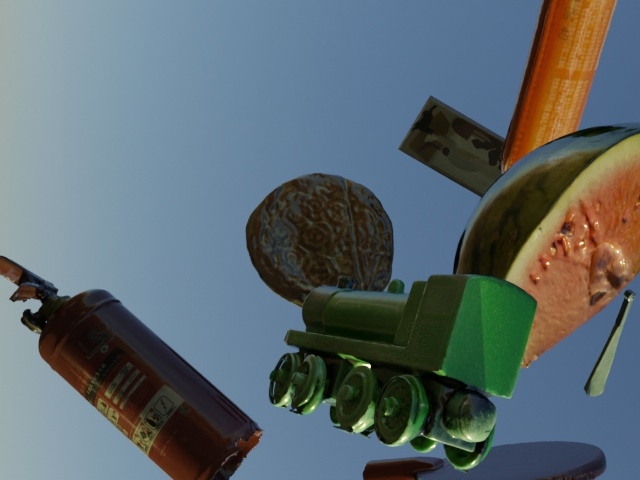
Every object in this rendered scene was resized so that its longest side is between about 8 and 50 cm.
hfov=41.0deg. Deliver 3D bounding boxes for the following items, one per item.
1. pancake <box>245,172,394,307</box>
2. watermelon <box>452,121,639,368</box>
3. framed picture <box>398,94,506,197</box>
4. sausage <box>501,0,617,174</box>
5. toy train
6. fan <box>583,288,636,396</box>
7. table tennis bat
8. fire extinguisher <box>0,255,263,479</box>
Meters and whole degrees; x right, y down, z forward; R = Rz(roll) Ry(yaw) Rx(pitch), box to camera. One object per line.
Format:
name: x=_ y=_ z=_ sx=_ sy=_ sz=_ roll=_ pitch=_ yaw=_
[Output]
pancake: x=0.000 y=0.000 z=1.382 sx=0.031 sy=0.250 sz=0.250 roll=107 pitch=-23 yaw=-66
watermelon: x=0.212 y=-0.024 z=0.797 sx=0.128 sy=0.303 sz=0.159 roll=33 pitch=-23 yaw=49
framed picture: x=0.237 y=-0.139 z=1.383 sx=0.010 sy=0.201 sz=0.136 roll=-59 pitch=179 yaw=-36
sausage: x=0.301 y=-0.186 z=1.116 sx=0.093 sy=0.093 sz=0.312 roll=-124 pitch=-144 yaw=-52
toy train: x=0.043 y=0.081 z=0.598 sx=0.251 sy=0.085 sz=0.119 roll=-2 pitch=-112 yaw=64
fan: x=0.459 y=0.163 z=1.349 sx=0.016 sy=0.038 sz=0.193 roll=-131 pitch=-133 yaw=-54
table tennis bat: x=0.255 y=0.373 z=1.392 sx=0.414 sy=0.268 sz=0.051 roll=-13 pitch=-94 yaw=32
fire extinguisher: x=-0.221 y=0.133 z=0.916 sx=0.106 sy=0.337 sz=0.147 roll=-50 pitch=168 yaw=-8
